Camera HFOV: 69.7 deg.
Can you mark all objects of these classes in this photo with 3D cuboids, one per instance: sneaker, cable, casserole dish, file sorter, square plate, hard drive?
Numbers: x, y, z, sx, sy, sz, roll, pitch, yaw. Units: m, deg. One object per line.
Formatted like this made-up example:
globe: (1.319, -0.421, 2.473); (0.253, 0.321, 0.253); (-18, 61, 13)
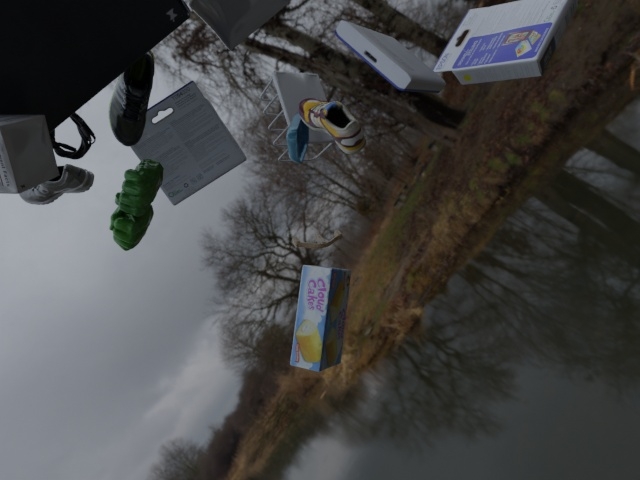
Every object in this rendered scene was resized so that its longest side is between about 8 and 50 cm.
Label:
sneaker: (-0.890, -0.201, 1.512); (0.115, 0.281, 0.105); (49, -149, -58)
sneaker: (-0.538, -0.412, 1.310); (0.121, 0.111, 0.300); (47, 127, 55)
cable: (-0.826, -0.355, 1.485); (0.151, 0.047, 0.185); (-60, -44, -37)
casserole dish: (-0.066, -0.303, 1.344); (0.188, 0.036, 0.114); (-79, -14, -48)
file sorter: (-0.089, -0.451, 1.698); (0.192, 0.278, 0.173); (-10, -12, -36)
sneaker: (0.017, -0.247, 0.899); (0.069, 0.185, 0.084); (-43, -31, -10)
square plate: (-0.148, -0.644, 1.133); (0.347, 0.049, 0.344); (-37, 3, 7)
hard drive: (0.184, -0.441, 1.129); (0.040, 0.210, 0.318); (-52, -12, 30)

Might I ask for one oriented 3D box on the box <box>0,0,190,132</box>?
box: (-0.651, -0.577, 1.060); (0.480, 0.472, 0.297); (-41, -27, -3)

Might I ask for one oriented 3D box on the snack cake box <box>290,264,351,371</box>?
snack cake box: (0.005, 0.203, 1.240); (0.152, 0.089, 0.265); (12, -96, -64)

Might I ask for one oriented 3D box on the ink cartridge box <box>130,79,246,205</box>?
ink cartridge box: (-0.492, -0.348, 1.669); (0.324, 0.330, 0.071); (-31, 18, 3)

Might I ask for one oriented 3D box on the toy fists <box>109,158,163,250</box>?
toy fists: (-0.522, -0.094, 1.289); (0.142, 0.096, 0.279); (-90, 25, -52)

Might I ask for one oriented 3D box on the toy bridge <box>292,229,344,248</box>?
toy bridge: (0.000, 0.000, 1.595); (0.188, 0.063, 0.026); (-10, -50, -26)

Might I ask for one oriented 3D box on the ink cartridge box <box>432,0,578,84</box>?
ink cartridge box: (0.515, -0.567, 1.302); (0.307, 0.072, 0.304); (11, 61, 45)

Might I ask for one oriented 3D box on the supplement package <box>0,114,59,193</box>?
supplement package: (-0.695, -0.178, 0.931); (0.134, 0.243, 0.139); (-77, -12, -65)
